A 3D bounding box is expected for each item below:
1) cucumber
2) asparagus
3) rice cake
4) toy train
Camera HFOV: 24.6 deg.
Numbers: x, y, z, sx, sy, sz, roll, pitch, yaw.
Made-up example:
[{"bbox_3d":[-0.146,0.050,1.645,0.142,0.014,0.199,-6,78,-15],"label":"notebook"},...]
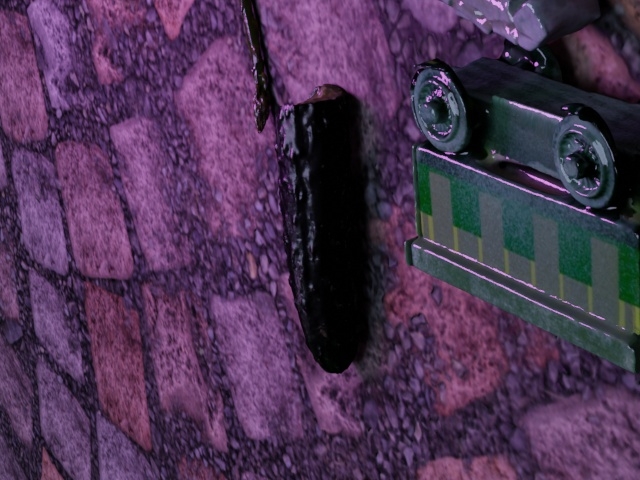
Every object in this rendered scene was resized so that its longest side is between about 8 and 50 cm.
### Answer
[{"bbox_3d":[0.000,0.000,1.458,0.072,0.081,0.303,7,112,28],"label":"cucumber"},{"bbox_3d":[-0.075,-0.227,1.530,0.023,0.022,0.233,-6,99,16],"label":"asparagus"},{"bbox_3d":[0.095,-0.229,1.186,0.336,0.066,0.063,38,143,50],"label":"rice cake"},{"bbox_3d":[0.179,-0.037,1.092,0.301,0.120,0.202,26,129,52],"label":"toy train"}]
